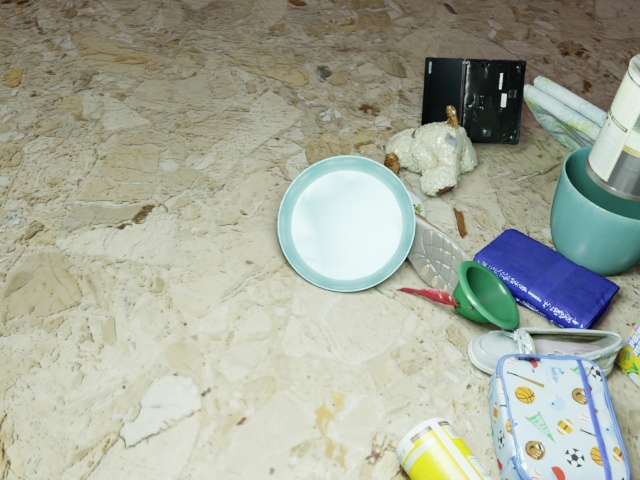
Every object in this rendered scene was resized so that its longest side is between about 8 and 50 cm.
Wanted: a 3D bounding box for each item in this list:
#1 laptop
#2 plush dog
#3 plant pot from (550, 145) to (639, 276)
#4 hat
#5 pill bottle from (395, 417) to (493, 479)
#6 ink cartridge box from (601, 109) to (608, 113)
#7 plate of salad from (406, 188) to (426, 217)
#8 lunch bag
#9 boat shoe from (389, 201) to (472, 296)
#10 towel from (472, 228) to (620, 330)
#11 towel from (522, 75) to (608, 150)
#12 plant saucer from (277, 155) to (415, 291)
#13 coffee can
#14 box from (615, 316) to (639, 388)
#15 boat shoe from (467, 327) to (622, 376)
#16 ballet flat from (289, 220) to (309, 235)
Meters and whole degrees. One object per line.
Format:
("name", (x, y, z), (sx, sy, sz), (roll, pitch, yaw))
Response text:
("laptop", (0.432, -0.402, 2.152), (0.264, 0.234, 0.136), (2, 15, 1))
("plush dog", (0.280, -0.251, 2.049), (0.225, 0.210, 0.262), (-2, 25, 32))
("plant pot", (0.704, -0.054, 1.857), (0.293, 0.235, 0.293), (6, 42, -5))
("hat", (0.309, 0.159, 1.664), (0.173, 0.183, 0.208), (23, 37, -30))
("pill bottle", (0.235, 0.427, 1.324), (0.117, 0.117, 0.215), (-16, 48, -26))
("ink cartridge box", (0.935, -0.334, 2.355), (0.179, 0.045, 0.145), (24, 44, 19))
("plate of salad", (0.177, -0.094, 1.942), (0.200, 0.048, 0.200), (6, 41, -5))
("lunch bag", (0.454, 0.351, 1.437), (0.243, 0.115, 0.303), (5, 49, -3))
("boat shoe", (0.259, 0.011, 1.789), (0.324, 0.123, 0.116), (45, 22, 17))
("towel", (0.527, 0.099, 1.784), (0.308, 0.076, 0.228), (34, 40, 25))
("towel", (0.753, -0.292, 2.106), (0.374, 0.090, 0.320), (44, 9, 35))
("plant saucer", (0.060, -0.038, 1.743), (0.318, 0.044, 0.317), (-1, 82, 6))
("coffee can", (0.746, -0.255, 1.704), (0.201, 0.275, 0.201), (5, 42, -5))
("box", (0.800, 0.229, 1.521), (0.177, 0.290, 0.279), (-15, 48, -25))
("boat shoe", (0.475, 0.229, 1.598), (0.320, 0.103, 0.118), (6, 41, -3))
("ballet flat", (0.000, 0.000, 1.805), (0.206, 0.073, 0.067), (11, 69, 5))
